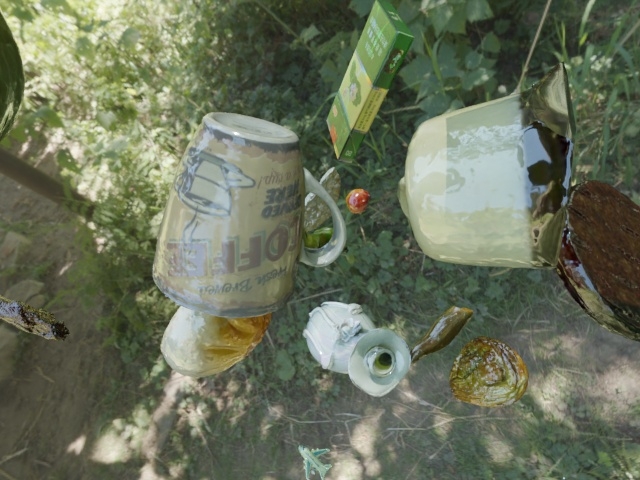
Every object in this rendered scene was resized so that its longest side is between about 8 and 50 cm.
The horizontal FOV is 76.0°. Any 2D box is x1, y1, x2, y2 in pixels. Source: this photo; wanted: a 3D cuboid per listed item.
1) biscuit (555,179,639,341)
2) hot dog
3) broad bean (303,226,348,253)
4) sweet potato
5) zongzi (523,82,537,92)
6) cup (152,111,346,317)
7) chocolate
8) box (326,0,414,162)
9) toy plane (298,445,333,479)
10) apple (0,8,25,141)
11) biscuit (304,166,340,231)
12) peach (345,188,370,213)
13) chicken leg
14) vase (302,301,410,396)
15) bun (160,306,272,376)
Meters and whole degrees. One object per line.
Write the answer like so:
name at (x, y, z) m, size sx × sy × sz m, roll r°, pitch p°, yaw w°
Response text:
biscuit at (0.708, 0.044, 0.993) m, size 0.091 × 0.407 × 0.407 m, roll 138°, pitch 144°, yaw -56°
hot dog at (0.462, 0.376, 1.159) m, size 0.122 × 0.272 × 0.196 m, roll 29°, pitch 77°, yaw 2°
broad bean at (0.000, 0.000, 0.855) m, size 0.048 × 0.213 × 0.070 m, roll 16°, pitch 88°, yaw 32°
sweet potato at (0.348, 0.277, 1.212) m, size 0.243 × 0.077 × 0.077 m, roll -40°, pitch 50°, yaw -5°
zongzi at (0.488, -0.233, 1.040) m, size 0.242 × 0.112 × 0.221 m, roll -43°, pitch 52°, yaw 53°
cup at (-0.086, -0.044, 0.634) m, size 0.227 × 0.301 × 0.257 m, roll -122°, pitch 44°, yaw -54°
chocolate at (0.282, -0.107, 0.750) m, size 0.297 × 0.326 × 0.314 m, roll 3°, pitch 51°, yaw 20°
box at (0.074, -0.266, 0.704) m, size 0.235 × 0.034 × 0.132 m, roll 118°, pitch 151°, yaw -44°
toy plane at (-0.015, 0.470, 0.874) m, size 0.083 × 0.033 × 0.080 m, roll 35°, pitch 42°, yaw 16°
apple at (-0.484, -0.145, 0.278) m, size 0.473 × 0.473 × 0.474 m, roll -14°, pitch 57°, yaw 23°
biscuit at (-0.007, -0.132, 1.551) m, size 0.290 × 0.141 × 0.038 m, roll -51°, pitch 40°, yaw 4°
peach at (0.141, -0.145, 1.529) m, size 0.098 × 0.061 × 0.098 m, roll 1°, pitch 102°, yaw 7°
chicken leg at (-0.449, 0.107, 0.619) m, size 0.037 × 0.145 × 0.062 m, roll -55°, pitch 19°, yaw -1°
vase at (0.104, 0.334, 1.315) m, size 0.250 × 0.250 × 0.445 m, roll -58°, pitch 15°, yaw -10°
bun at (-0.199, 0.178, 0.910) m, size 0.164 × 0.299 × 0.299 m, roll 30°, pitch 79°, yaw 4°
